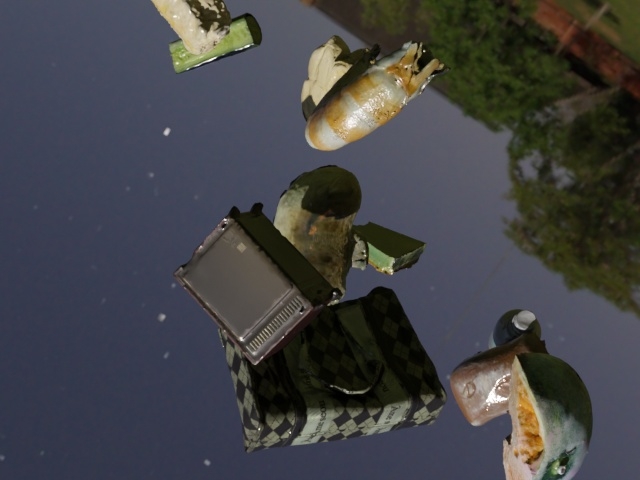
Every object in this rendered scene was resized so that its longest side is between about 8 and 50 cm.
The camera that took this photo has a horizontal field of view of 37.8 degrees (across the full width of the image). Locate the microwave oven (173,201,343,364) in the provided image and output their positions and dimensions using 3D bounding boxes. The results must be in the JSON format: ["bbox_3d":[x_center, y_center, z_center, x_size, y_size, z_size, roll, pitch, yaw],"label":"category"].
[{"bbox_3d":[-0.113,0.078,1.756,0.247,0.178,0.188,47,-162,9],"label":"microwave oven"}]

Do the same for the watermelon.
[{"bbox_3d":[0.482,0.395,1.887,0.188,0.321,0.175,-8,-150,-8],"label":"watermelon"}]

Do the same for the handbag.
[{"bbox_3d":[0.016,0.248,1.917,0.416,0.180,0.316,-3,-126,-22],"label":"handbag"}]

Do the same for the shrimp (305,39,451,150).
[{"bbox_3d":[0.054,-0.190,1.246,0.068,0.185,0.287,47,180,-12],"label":"shrimp"}]

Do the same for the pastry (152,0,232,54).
[{"bbox_3d":[-0.226,-0.379,1.346,0.089,0.121,0.258,-40,-88,-31],"label":"pastry"}]

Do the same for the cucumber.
[{"bbox_3d":[-0.237,-0.440,2.094,0.062,0.211,0.078,-36,-71,-66],"label":"cucumber"}]

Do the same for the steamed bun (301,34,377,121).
[{"bbox_3d":[0.052,-0.299,1.810,0.106,0.192,0.177,-3,-171,-34],"label":"steamed bun"}]

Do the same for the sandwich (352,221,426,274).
[{"bbox_3d":[0.139,0.016,2.447,0.212,0.063,0.245,21,-164,21],"label":"sandwich"}]

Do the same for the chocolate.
[{"bbox_3d":[0.402,0.318,2.115,0.083,0.261,0.161,-6,-114,-56],"label":"chocolate"}]

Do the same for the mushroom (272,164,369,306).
[{"bbox_3d":[0.000,-0.001,2.187,0.248,0.344,0.130,18,-167,1],"label":"mushroom"}]

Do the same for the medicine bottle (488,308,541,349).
[{"bbox_3d":[0.477,0.225,2.264,0.110,0.110,0.352,39,171,13],"label":"medicine bottle"}]
